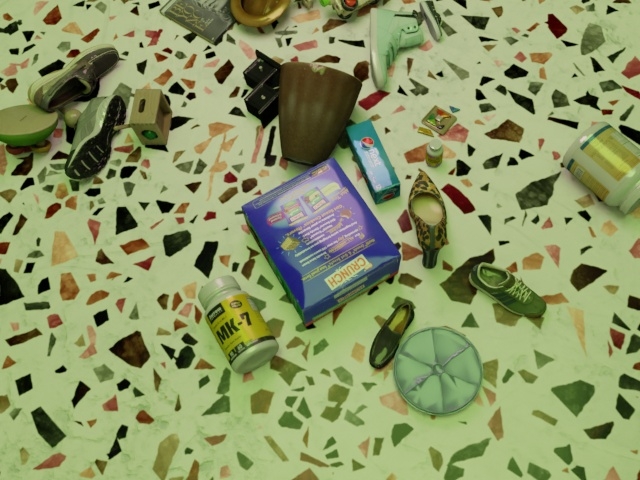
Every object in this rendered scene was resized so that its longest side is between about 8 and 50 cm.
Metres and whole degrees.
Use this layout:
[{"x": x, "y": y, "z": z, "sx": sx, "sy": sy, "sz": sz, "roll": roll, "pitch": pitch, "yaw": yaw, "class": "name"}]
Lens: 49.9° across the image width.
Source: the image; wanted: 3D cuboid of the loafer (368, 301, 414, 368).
[{"x": 0.160, "y": 0.213, "z": 1.578, "sx": 0.062, "sy": 0.061, "sz": 0.170, "roll": 25, "pitch": 72, "yaw": 15, "class": "loafer"}]

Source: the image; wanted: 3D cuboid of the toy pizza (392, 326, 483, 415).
[{"x": 0.264, "y": 0.293, "z": 1.548, "sx": 0.201, "sy": 0.032, "sz": 0.201, "roll": -2, "pitch": 67, "yaw": 5, "class": "toy pizza"}]

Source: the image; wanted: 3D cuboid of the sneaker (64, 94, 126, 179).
[{"x": -0.626, "y": -0.280, "z": 1.871, "sx": 0.108, "sy": 0.100, "sz": 0.271, "roll": 7, "pitch": 61, "yaw": 21, "class": "sneaker"}]

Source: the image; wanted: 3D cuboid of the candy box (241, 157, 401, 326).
[{"x": 0.000, "y": 0.000, "z": 1.658, "sx": 0.268, "sy": 0.122, "sz": 0.317, "roll": -28, "pitch": 65, "yaw": -8, "class": "candy box"}]

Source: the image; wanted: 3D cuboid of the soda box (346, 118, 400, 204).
[{"x": 0.134, "y": -0.202, "z": 1.763, "sx": 0.071, "sy": 0.067, "sz": 0.210, "roll": -20, "pitch": 66, "yaw": -4, "class": "soda box"}]

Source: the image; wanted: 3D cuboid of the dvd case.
[{"x": -0.350, "y": -0.693, "z": 2.060, "sx": 0.221, "sy": 0.018, "sz": 0.164, "roll": 34, "pitch": 74, "yaw": 19, "class": "dvd case"}]

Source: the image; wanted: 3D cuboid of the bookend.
[{"x": -0.164, "y": -0.418, "z": 1.888, "sx": 0.157, "sy": 0.072, "sz": 0.156, "roll": 37, "pitch": 75, "yaw": 20, "class": "bookend"}]

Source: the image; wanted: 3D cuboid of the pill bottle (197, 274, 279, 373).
[{"x": -0.195, "y": 0.192, "z": 1.595, "sx": 0.119, "sy": 0.119, "sz": 0.208, "roll": -31, "pitch": 66, "yaw": -8, "class": "pill bottle"}]

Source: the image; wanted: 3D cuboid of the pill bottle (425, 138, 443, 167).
[{"x": 0.290, "y": -0.223, "z": 1.747, "sx": 0.043, "sy": 0.083, "sz": 0.043, "roll": -2, "pitch": 66, "yaw": 5, "class": "pill bottle"}]

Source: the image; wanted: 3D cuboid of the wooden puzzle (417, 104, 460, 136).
[{"x": 0.315, "y": -0.321, "z": 1.826, "sx": 0.078, "sy": 0.014, "sz": 0.116, "roll": 30, "pitch": 72, "yaw": 17, "class": "wooden puzzle"}]

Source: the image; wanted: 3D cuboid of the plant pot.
[{"x": -0.023, "y": -0.311, "z": 1.763, "sx": 0.215, "sy": 0.215, "sz": 0.230, "roll": 13, "pitch": 90, "yaw": 12, "class": "plant pot"}]

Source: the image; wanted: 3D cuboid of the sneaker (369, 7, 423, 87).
[{"x": 0.211, "y": -0.534, "z": 1.890, "sx": 0.151, "sy": 0.094, "sz": 0.256, "roll": 1, "pitch": 67, "yaw": 3, "class": "sneaker"}]

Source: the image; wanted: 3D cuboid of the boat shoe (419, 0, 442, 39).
[{"x": 0.320, "y": -0.629, "z": 1.945, "sx": 0.040, "sy": 0.049, "sz": 0.142, "roll": -16, "pitch": 63, "yaw": -2, "class": "boat shoe"}]

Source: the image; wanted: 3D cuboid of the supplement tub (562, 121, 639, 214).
[{"x": 0.701, "y": -0.172, "z": 1.648, "sx": 0.144, "sy": 0.144, "sz": 0.199, "roll": -37, "pitch": 68, "yaw": -10, "class": "supplement tub"}]

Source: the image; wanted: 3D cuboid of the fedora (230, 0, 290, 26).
[{"x": -0.166, "y": -0.692, "z": 2.006, "sx": 0.194, "sy": 0.079, "sz": 0.194, "roll": -3, "pitch": 73, "yaw": 9, "class": "fedora"}]

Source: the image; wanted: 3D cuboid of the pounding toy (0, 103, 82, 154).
[{"x": -0.790, "y": -0.297, "z": 1.899, "sx": 0.183, "sy": 0.110, "sz": 0.237, "roll": 25, "pitch": 41, "yaw": 27, "class": "pounding toy"}]

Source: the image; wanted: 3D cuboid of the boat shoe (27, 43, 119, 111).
[{"x": -0.674, "y": -0.449, "z": 1.927, "sx": 0.092, "sy": 0.103, "sz": 0.285, "roll": 42, "pitch": 63, "yaw": 19, "class": "boat shoe"}]

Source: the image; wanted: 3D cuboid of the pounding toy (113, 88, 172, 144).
[{"x": -0.473, "y": -0.323, "z": 1.846, "sx": 0.100, "sy": 0.130, "sz": 0.141, "roll": 1, "pitch": 66, "yaw": 7, "class": "pounding toy"}]

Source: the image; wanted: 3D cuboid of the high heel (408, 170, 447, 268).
[{"x": 0.259, "y": -0.083, "z": 1.630, "sx": 0.093, "sy": 0.186, "sz": 0.261, "roll": -3, "pitch": 66, "yaw": 4, "class": "high heel"}]

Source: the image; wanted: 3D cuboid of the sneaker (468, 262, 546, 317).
[{"x": 0.432, "y": 0.111, "z": 1.581, "sx": 0.192, "sy": 0.086, "sz": 0.064, "roll": 29, "pitch": 72, "yaw": 17, "class": "sneaker"}]

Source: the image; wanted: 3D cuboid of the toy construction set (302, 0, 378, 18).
[{"x": 0.078, "y": -0.763, "z": 1.973, "sx": 0.328, "sy": 0.151, "sz": 0.215, "roll": -32, "pitch": 91, "yaw": 0, "class": "toy construction set"}]
